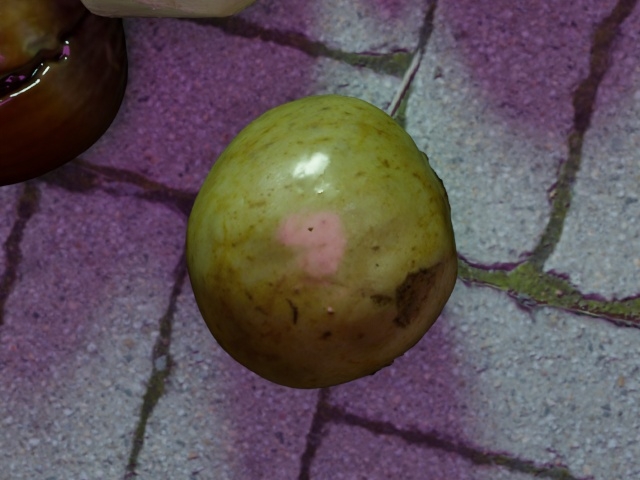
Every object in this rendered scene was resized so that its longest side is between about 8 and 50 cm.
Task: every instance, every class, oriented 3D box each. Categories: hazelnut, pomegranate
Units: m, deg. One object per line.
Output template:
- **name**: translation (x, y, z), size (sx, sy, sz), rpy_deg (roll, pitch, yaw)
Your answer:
- **hazelnut**: translation (-0.276, -0.161, 1.127), size (0.181, 0.181, 0.212), rpy_deg (-16, 111, 21)
- **pomegranate**: translation (0.000, 0.000, 1.094), size (0.260, 0.260, 0.260), rpy_deg (0, 97, 4)

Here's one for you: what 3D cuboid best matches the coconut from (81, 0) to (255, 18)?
- **coconut**: translation (-0.134, -0.301, 1.078), size (0.233, 0.233, 0.245), rpy_deg (-41, 91, 8)
